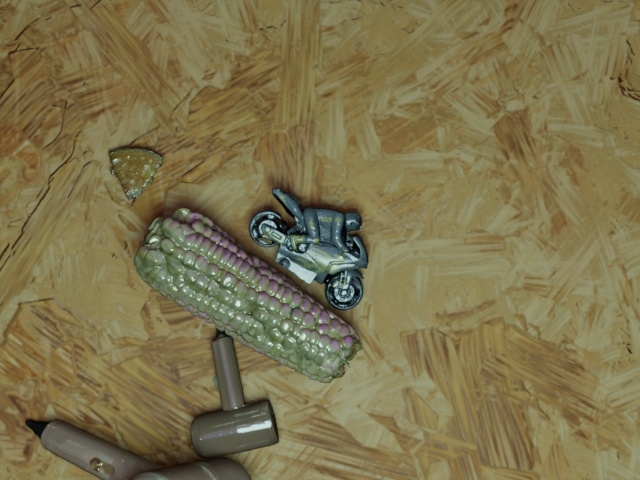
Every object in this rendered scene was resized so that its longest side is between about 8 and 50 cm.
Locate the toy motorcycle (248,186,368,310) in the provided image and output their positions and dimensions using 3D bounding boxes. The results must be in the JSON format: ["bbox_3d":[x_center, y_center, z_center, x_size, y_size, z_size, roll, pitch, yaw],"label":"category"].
[{"bbox_3d":[0.000,0.000,1.656,0.193,0.061,0.124,39,93,-2],"label":"toy motorcycle"}]

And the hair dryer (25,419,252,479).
[{"bbox_3d":[-0.273,0.305,1.576,0.344,0.189,0.107,17,96,28],"label":"hair dryer"}]

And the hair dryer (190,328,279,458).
[{"bbox_3d":[-0.129,0.203,1.650,0.117,0.064,0.182,-12,77,2],"label":"hair dryer"}]

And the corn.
[{"bbox_3d":[-0.100,0.082,1.630,0.335,0.126,0.127,36,87,0],"label":"corn"}]

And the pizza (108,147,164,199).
[{"bbox_3d":[-0.264,-0.093,1.688,0.083,0.025,0.078,9,81,9],"label":"pizza"}]
